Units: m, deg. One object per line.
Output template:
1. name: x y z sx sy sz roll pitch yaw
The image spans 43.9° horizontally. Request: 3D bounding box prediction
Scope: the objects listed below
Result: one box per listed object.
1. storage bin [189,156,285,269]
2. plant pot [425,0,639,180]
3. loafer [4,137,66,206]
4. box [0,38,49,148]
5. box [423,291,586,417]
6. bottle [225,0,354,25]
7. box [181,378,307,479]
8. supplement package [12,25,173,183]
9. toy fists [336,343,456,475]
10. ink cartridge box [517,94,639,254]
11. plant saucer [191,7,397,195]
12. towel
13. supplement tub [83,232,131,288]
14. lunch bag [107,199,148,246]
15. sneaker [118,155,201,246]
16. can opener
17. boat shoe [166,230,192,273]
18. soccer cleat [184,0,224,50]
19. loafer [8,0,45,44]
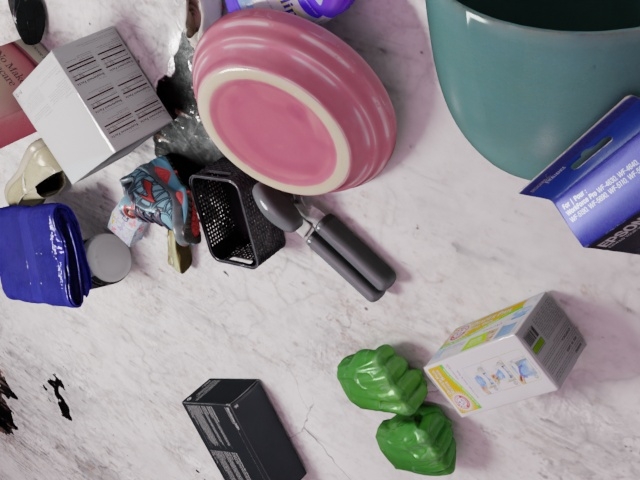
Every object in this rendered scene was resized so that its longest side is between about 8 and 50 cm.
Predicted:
1. storage bin: -0.147 -0.050 1.426 0.122 0.084 0.180 11 124 37
2. plant pot: 0.251 -0.203 0.828 0.293 0.293 0.235 25 147 26
3. loafer: -0.633 -0.127 1.785 0.092 0.102 0.268 52 139 8
4. box: -0.629 -0.284 1.568 0.148 0.232 0.127 48 138 3
5. box: 0.273 0.175 1.195 0.103 0.114 0.203 52 139 -3
6. bottle: -0.008 -0.354 1.075 0.283 0.092 0.118 -15 113 46
7. box: -0.172 0.446 1.794 0.184 0.103 0.261 -7 113 47
8. supplement package: -0.423 -0.248 1.474 0.194 0.149 0.203 -21 103 47
9. toy fists: 0.150 0.305 1.417 0.142 0.096 0.279 -10 113 56
10. ink cartridge box: 0.384 -0.046 0.809 0.165 0.333 0.065 -50 41 50
11. plant saucer: -0.054 -0.181 1.174 0.332 0.084 0.332 21 147 15
12. towel: -0.620 0.029 1.762 0.308 0.076 0.227 0 100 43
13. supplement tub: -0.524 0.053 1.808 0.190 0.117 0.117 -13 110 46
14. lunch bag: -0.408 -0.041 1.687 0.071 0.053 0.083 41 129 9
15. sneaker: -0.300 -0.055 1.453 0.262 0.125 0.104 -130 24 -52
16. can opener: 0.000 0.000 1.335 0.280 0.093 0.074 40 137 5
17. boat shoe: -0.294 0.002 1.617 0.048 0.056 0.153 25 140 20
18. soccer cleat: -0.179 -0.313 1.268 0.068 0.076 0.196 12 127 35
19. loafer: -0.573 -0.463 1.530 0.061 0.062 0.170 42 140 44
